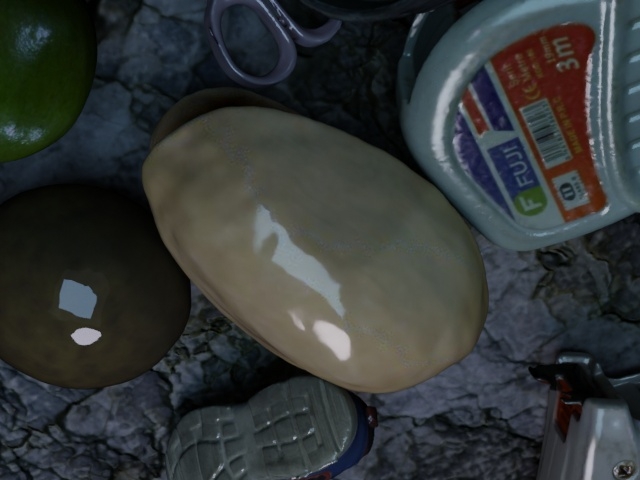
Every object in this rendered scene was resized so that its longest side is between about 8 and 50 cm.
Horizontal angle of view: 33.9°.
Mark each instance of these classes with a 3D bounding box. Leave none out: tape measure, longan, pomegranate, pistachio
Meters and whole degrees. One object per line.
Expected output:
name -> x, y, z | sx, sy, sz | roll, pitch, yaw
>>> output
tape measure -> 0.181, -0.124, 0.793 | 0.246, 0.125, 0.243 | -20, 126, 18
longan -> -0.191, 0.041, 0.849 | 0.185, 0.204, 0.159 | 11, 70, 23
pomegranate -> -0.263, -0.113, 0.766 | 0.187, 0.187, 0.225 | 18, 108, -10
tape measure -> 0.309, 0.244, 0.970 | 0.265, 0.130, 0.258 | 3, 109, -5
pistachio -> 0.000, 0.000, 0.818 | 0.299, 0.187, 0.187 | 39, 105, -16

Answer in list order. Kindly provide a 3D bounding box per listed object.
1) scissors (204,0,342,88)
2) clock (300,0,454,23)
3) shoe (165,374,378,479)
scissors -> -0.084, -0.233, 0.792 | 0.118, 0.030, 0.242 | -43, 102, -22
clock -> 0.019, -0.278, 0.681 | 0.055, 0.280, 0.280 | -29, 118, -36
shoe -> -0.038, 0.181, 0.955 | 0.227, 0.125, 0.099 | -27, 75, 32
